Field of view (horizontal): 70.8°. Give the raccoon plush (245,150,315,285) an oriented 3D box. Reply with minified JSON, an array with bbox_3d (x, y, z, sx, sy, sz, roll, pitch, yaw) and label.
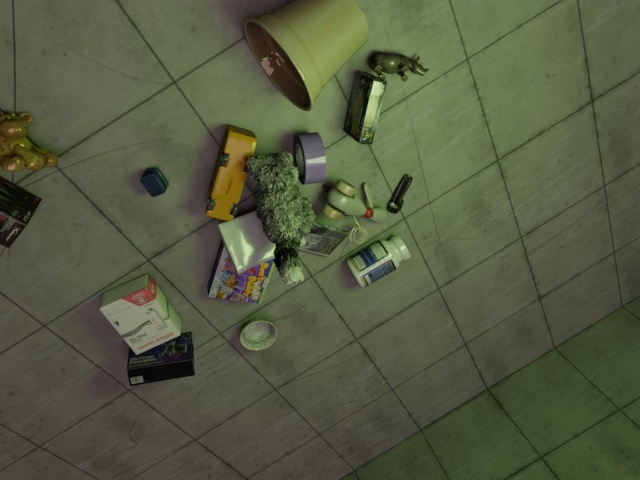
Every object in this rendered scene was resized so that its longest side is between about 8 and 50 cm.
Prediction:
[{"bbox_3d":[-0.119,-0.108,1.577,0.216,0.446,0.299,-21,143,-6],"label":"raccoon plush"}]

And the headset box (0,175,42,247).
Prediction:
[{"bbox_3d":[-1.081,-0.134,1.428,0.293,0.218,0.110,37,101,-31],"label":"headset box"}]

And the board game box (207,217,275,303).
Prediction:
[{"bbox_3d":[-0.316,0.090,1.890,0.234,0.078,0.346,11,114,-23],"label":"board game box"}]

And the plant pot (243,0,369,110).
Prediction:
[{"bbox_3d":[-0.024,-0.648,1.452,0.305,0.334,0.333,-41,123,-6],"label":"plant pot"}]

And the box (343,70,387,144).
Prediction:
[{"bbox_3d":[0.160,-0.490,1.658,0.056,0.183,0.230,2,118,-20],"label":"box"}]

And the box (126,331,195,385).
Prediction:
[{"bbox_3d":[-0.683,0.505,1.941,0.262,0.184,0.103,-6,118,-15],"label":"box"}]

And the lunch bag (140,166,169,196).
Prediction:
[{"bbox_3d":[-0.603,-0.216,1.632,0.067,0.065,0.098,-18,125,10],"label":"lunch bag"}]

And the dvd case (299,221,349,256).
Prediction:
[{"bbox_3d":[0.000,0.000,1.901,0.165,0.018,0.221,15,147,-19],"label":"dvd case"}]

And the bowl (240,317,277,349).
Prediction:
[{"bbox_3d":[-0.291,0.416,2.081,0.170,0.080,0.170,-8,121,-14],"label":"bowl"}]

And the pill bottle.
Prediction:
[{"bbox_3d":[0.261,0.090,2.036,0.265,0.153,0.153,-29,123,0],"label":"pill bottle"}]

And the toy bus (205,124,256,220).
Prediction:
[{"bbox_3d":[-0.336,-0.245,1.663,0.108,0.130,0.332,12,114,-25],"label":"toy bus"}]

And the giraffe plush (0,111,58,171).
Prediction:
[{"bbox_3d":[-0.962,-0.317,1.420,0.211,0.181,0.170,7,109,17],"label":"giraffe plush"}]

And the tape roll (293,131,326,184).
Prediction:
[{"bbox_3d":[-0.042,-0.308,1.691,0.080,0.189,0.188,-9,121,-13],"label":"tape roll"}]

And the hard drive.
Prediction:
[{"bbox_3d":[-0.228,-0.021,1.779,0.308,0.040,0.202,-24,96,-24],"label":"hard drive"}]

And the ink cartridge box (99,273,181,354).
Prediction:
[{"bbox_3d":[-0.730,0.305,1.851,0.207,0.117,0.282,-24,123,-4],"label":"ink cartridge box"}]

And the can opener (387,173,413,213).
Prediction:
[{"bbox_3d":[0.345,-0.203,1.966,0.059,0.073,0.186,24,110,13],"label":"can opener"}]

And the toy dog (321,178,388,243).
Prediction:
[{"bbox_3d":[0.125,-0.156,1.882,0.220,0.161,0.334,-42,137,4],"label":"toy dog"}]

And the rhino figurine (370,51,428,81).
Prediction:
[{"bbox_3d":[0.294,-0.646,1.664,0.244,0.106,0.073,-3,145,-17],"label":"rhino figurine"}]
